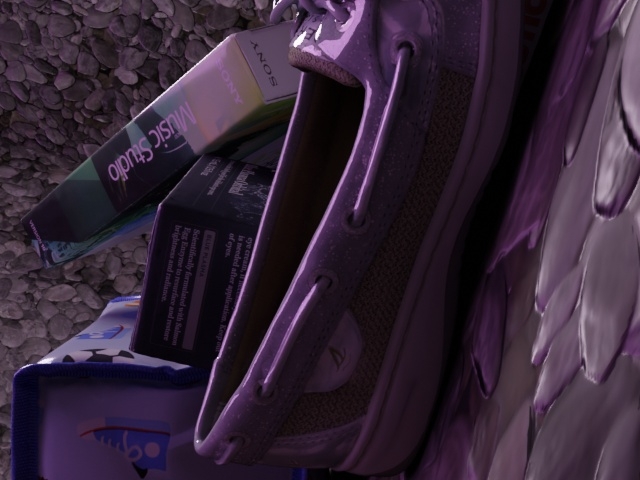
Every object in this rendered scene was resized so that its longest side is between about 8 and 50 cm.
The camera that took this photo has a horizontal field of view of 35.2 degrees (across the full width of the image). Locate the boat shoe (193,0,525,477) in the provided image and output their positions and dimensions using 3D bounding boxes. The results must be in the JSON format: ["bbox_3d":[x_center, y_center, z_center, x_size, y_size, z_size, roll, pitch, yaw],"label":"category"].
[{"bbox_3d":[0.012,-0.042,0.458,0.118,0.103,0.321,-132,49,-65],"label":"boat shoe"}]

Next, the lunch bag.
[{"bbox_3d":[-0.110,0.251,0.798,0.328,0.238,0.386,-90,-1,-84],"label":"lunch bag"}]

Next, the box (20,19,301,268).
[{"bbox_3d":[-0.071,-0.086,0.818,0.232,0.059,0.322,-26,-3,-45],"label":"box"}]

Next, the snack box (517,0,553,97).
[{"bbox_3d":[0.080,-0.073,0.487,0.064,0.022,0.178,-81,5,-57],"label":"snack box"}]

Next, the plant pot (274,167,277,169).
[{"bbox_3d":[-0.035,-0.042,1.155,0.215,0.215,0.231,-77,-1,-58],"label":"plant pot"}]

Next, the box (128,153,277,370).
[{"bbox_3d":[-0.017,0.018,0.618,0.156,0.158,0.093,-82,5,-75],"label":"box"}]
